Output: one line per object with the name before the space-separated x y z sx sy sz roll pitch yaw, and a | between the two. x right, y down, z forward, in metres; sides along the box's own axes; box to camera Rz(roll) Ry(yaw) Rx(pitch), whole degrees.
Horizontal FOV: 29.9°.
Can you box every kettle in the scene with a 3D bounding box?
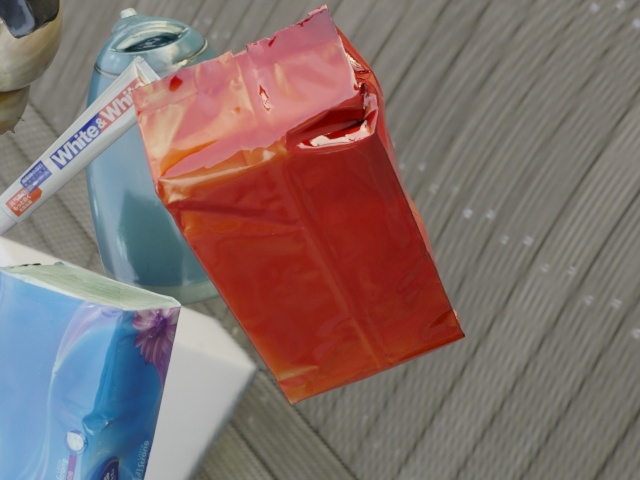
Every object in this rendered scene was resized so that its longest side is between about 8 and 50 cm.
kettle | -0.207 -0.138 1.578 0.319 0.247 0.342 -132 28 -56

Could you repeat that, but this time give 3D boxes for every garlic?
garlic | -0.495 -0.275 1.655 0.313 0.249 0.286 45 140 39

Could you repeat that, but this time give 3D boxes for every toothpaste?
toothpaste | -0.238 -0.088 1.159 0.218 0.052 0.033 -43 -1 0

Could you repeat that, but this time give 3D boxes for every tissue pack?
tissue pack | -0.302 0.178 1.439 0.198 0.146 0.263 16 99 26

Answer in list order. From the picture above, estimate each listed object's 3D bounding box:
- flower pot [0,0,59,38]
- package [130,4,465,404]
flower pot | -0.367 -0.308 1.128 0.299 0.299 0.282 -12 102 45
package | 0.000 -0.001 1.073 0.196 0.423 0.123 -21 44 5
